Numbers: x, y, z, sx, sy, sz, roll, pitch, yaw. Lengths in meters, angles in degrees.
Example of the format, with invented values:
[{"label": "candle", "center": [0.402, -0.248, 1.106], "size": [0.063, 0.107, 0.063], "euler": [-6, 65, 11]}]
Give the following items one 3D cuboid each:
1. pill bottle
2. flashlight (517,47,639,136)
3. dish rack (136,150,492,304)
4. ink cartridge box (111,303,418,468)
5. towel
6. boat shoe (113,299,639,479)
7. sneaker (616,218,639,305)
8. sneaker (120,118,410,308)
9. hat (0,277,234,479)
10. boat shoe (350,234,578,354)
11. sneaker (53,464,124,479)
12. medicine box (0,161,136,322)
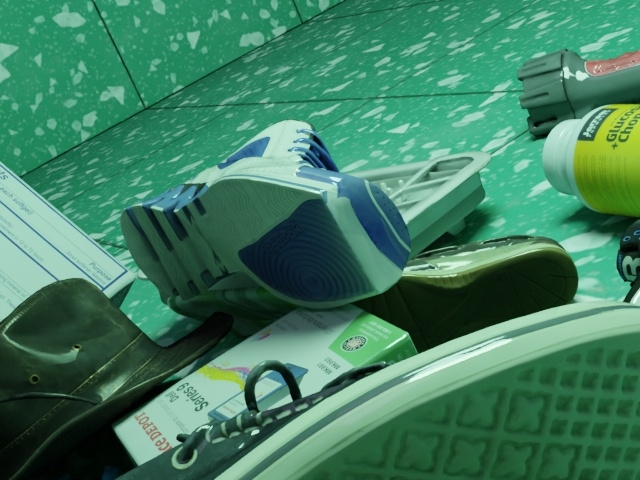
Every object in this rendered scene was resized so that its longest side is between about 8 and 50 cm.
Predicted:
[{"label": "pill bottle", "center": [0.289, -0.072, 1.003], "size": [0.103, 0.103, 0.184], "euler": [-33, 21, -23]}, {"label": "flashlight", "center": [0.380, -0.213, 1.273], "size": [0.304, 0.103, 0.103], "euler": [-12, 23, 31]}, {"label": "dish rack", "center": [0.000, 0.000, 1.173], "size": [0.333, 0.072, 0.285], "euler": [-6, 21, 41]}, {"label": "ink cartridge box", "center": [-0.034, 0.141, 0.841], "size": [0.212, 0.093, 0.154], "euler": [-32, 20, -14]}, {"label": "towel", "center": [-0.060, 0.071, 1.074], "size": [0.152, 0.113, 0.023], "euler": [-6, 69, 40]}, {"label": "boat shoe", "center": [-0.018, 0.166, 0.624], "size": [0.500, 0.187, 0.156], "euler": [-29, 24, 2]}, {"label": "sneaker", "center": [0.256, 0.033, 0.819], "size": [0.217, 0.079, 0.121], "euler": [-28, 14, -36]}, {"label": "sneaker", "center": [-0.030, -0.042, 0.978], "size": [0.182, 0.127, 0.315], "euler": [-41, 24, -33]}, {"label": "hat", "center": [-0.245, 0.120, 0.980], "size": [0.331, 0.134, 0.331], "euler": [-36, -1, 0]}, {"label": "boat shoe", "center": [0.108, 0.046, 0.956], "size": [0.223, 0.080, 0.073], "euler": [-15, 15, 11]}, {"label": "sneaker", "center": [-0.211, 0.220, 0.899], "size": [0.135, 0.058, 0.052], "euler": [-24, 19, 2]}, {"label": "medicine box", "center": [-0.397, 0.065, 1.179], "size": [0.289, 0.263, 0.149], "euler": [-45, -8, -48]}]
